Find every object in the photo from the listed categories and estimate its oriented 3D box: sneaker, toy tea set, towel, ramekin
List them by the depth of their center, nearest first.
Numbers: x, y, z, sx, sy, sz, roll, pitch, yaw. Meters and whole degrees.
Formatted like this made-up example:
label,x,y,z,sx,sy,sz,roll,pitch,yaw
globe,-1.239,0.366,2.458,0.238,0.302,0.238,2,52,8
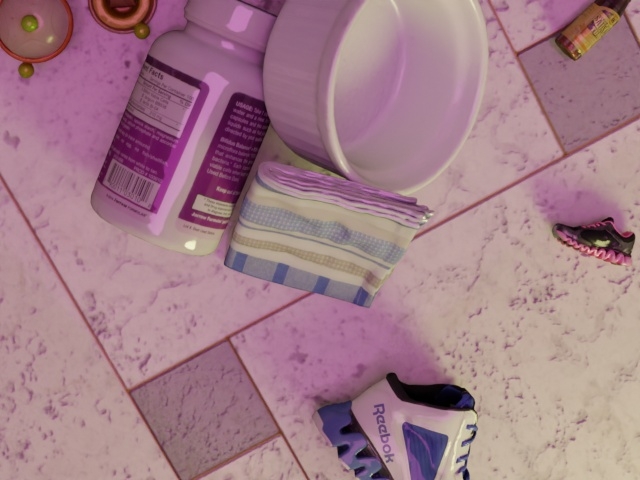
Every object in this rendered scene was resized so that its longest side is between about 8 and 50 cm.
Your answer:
label,x,y,z,sx,sy,sz,roll,pitch,yaw
toy tea set,-0.335,-0.365,1.657,0.200,0.124,0.336,-26,102,1
ramekin,0.061,-0.199,1.658,0.277,0.135,0.277,-20,119,-41
towel,0.000,0.000,1.695,0.209,0.285,0.034,15,63,-7
sneaker,0.156,0.291,1.823,0.182,0.127,0.315,-40,100,6
sneaker,0.358,-0.007,1.828,0.119,0.047,0.057,19,92,-15

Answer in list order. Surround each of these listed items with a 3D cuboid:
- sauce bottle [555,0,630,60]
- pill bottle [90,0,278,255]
label,x,y,z,sx,sy,sz,roll,pitch,yaw
sauce bottle,0.355,-0.284,1.773,0.042,0.042,0.128,44,96,-11
pill bottle,-0.149,-0.147,1.693,0.169,0.169,0.301,23,98,-9
